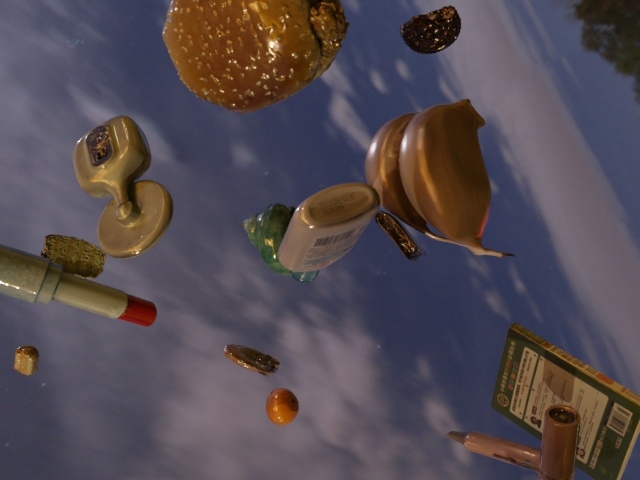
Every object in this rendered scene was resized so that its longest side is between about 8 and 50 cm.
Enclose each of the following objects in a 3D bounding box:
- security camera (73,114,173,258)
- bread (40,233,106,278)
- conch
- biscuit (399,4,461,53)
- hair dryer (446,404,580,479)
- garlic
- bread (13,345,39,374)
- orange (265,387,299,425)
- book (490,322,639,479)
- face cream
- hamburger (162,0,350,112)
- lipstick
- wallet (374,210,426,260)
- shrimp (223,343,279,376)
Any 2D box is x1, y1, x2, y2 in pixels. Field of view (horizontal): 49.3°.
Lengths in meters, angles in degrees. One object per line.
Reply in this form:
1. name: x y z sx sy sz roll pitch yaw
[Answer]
1. security camera: -0.366 -0.101 1.272 0.301 0.157 0.080 64 -172 34
2. bread: -0.622 0.042 1.717 0.156 0.110 0.103 23 -103 -34
3. conch: -0.076 -0.010 1.593 0.202 0.134 0.196 34 -144 -8
4. biscuit: 0.168 -0.322 1.061 0.087 0.089 0.027 17 -129 -24
5. hair dryer: 0.305 0.320 1.126 0.053 0.220 0.195 -25 -57 -39
6. garlic: 0.214 -0.110 1.385 0.246 0.231 0.340 8 -114 -49
7. bread: -0.605 0.245 1.438 0.049 0.088 0.034 18 -135 -7
8. orange: -0.085 0.375 1.577 0.083 0.070 0.083 54 -161 -28
9. book: 0.430 0.291 1.241 0.027 0.202 0.264 -23 -141 -35
10. face cream: 0.000 0.000 1.317 0.163 0.337 0.080 -19 -106 -19
11. hamburger: -0.076 -0.247 0.816 0.189 0.215 0.122 58 -141 -24
12. lipstick: -0.350 0.059 0.921 0.274 0.068 0.061 21 -103 -20
13. wallet: 0.161 -0.007 1.375 0.110 0.031 0.198 50 -172 10
14. shrimp: -0.155 0.307 1.744 0.126 0.047 0.223 27 179 35
